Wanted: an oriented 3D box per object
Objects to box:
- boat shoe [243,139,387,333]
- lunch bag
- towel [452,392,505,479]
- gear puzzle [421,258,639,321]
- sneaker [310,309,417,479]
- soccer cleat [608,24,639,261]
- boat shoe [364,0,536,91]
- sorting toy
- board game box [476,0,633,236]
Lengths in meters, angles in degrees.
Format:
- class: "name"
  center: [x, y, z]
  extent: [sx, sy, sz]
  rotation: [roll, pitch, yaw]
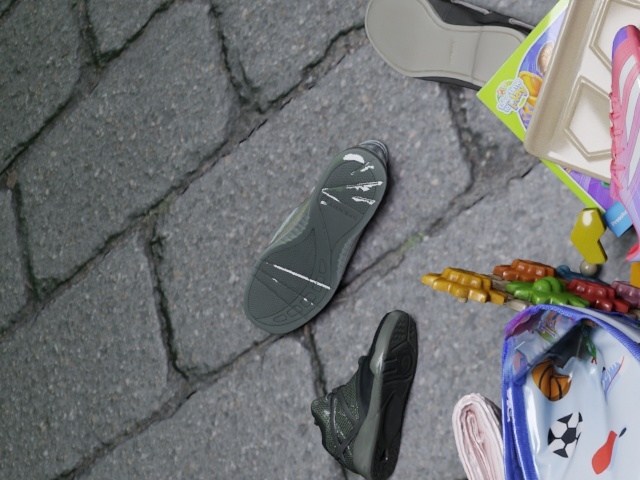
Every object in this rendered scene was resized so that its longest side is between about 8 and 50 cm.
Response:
- class: "boat shoe"
  center: [-0.002, -0.002, 1.657]
  extent: [0.118, 0.103, 0.320]
  rotation: [31, 112, 3]
- class: "lunch bag"
  center: [0.356, 0.235, 1.093]
  extent: [0.239, 0.328, 0.385]
  rotation: [-45, 55, 27]
- class: "towel"
  center: [0.220, 0.336, 1.212]
  extent: [0.053, 0.332, 0.317]
  rotation: [-16, 69, 14]
- class: "gear puzzle"
  center: [0.228, 0.043, 1.244]
  extent: [0.175, 0.339, 0.044]
  rotation: [20, 102, 45]
- class: "sneaker"
  center: [0.053, 0.196, 1.563]
  extent: [0.130, 0.087, 0.228]
  rotation: [16, 99, 39]
- class: "soccer cleat"
  center: [0.328, -0.094, 1.192]
  extent: [0.095, 0.083, 0.248]
  rotation: [-15, 99, 30]
- class: "boat shoe"
  center: [0.187, -0.257, 1.536]
  extent: [0.335, 0.095, 0.112]
  rotation: [31, 113, 48]
- class: "sorting toy"
  center: [0.342, -0.112, 1.247]
  extent: [0.229, 0.041, 0.307]
  rotation: [22, 110, 17]
- class: "board game box"
  center: [0.373, -0.208, 1.274]
  extent: [0.233, 0.078, 0.347]
  rotation: [47, 117, 12]
